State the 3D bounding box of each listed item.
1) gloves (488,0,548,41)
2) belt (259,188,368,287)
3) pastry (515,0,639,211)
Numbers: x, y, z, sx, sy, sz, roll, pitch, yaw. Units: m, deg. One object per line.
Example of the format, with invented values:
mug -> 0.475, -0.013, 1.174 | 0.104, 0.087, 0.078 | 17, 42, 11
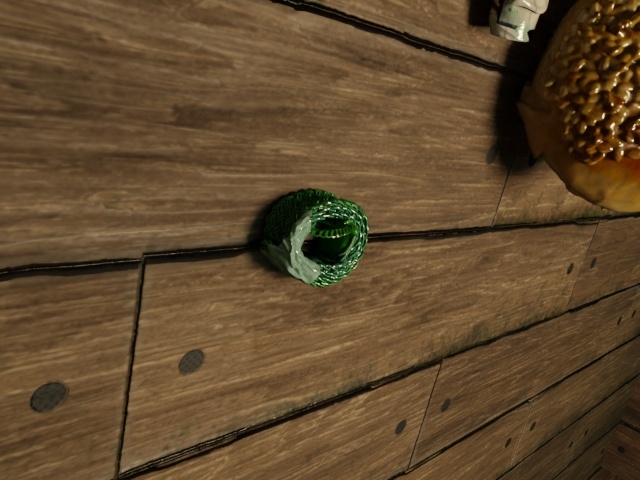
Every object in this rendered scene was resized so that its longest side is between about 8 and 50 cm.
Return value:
gloves -> 0.290, -0.396, 0.773 | 0.127, 0.111, 0.212 | -14, 129, -35
belt -> 0.000, 0.000, 0.705 | 0.151, 0.079, 0.121 | 12, 102, -48
pastry -> 0.535, -0.248, 0.908 | 0.245, 0.409, 0.409 | -83, -162, -86
